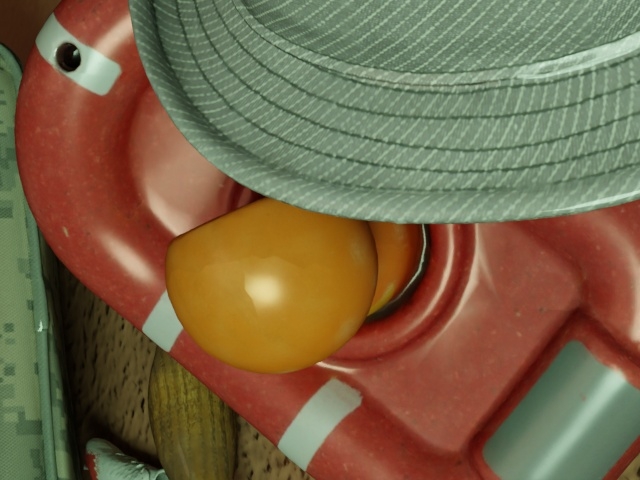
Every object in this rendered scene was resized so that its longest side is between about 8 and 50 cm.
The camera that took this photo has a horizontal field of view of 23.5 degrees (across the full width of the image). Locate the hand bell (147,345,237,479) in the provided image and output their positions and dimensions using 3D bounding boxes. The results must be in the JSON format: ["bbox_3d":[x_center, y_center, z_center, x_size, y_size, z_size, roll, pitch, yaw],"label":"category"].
[{"bbox_3d":[-0.047,0.133,0.657,0.126,0.126,0.242,-52,39,38],"label":"hand bell"}]

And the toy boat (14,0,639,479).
[{"bbox_3d":[0.000,0.000,0.472,0.231,0.151,0.151,39,107,12],"label":"toy boat"}]

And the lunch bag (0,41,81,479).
[{"bbox_3d":[-0.230,0.074,0.799,0.256,0.212,0.305,106,157,-76],"label":"lunch bag"}]

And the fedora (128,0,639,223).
[{"bbox_3d":[0.043,-0.151,0.401,0.243,0.124,0.275,4,57,26],"label":"fedora"}]

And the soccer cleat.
[{"bbox_3d":[-0.087,0.120,0.754,0.083,0.029,0.035,47,116,39],"label":"soccer cleat"}]
